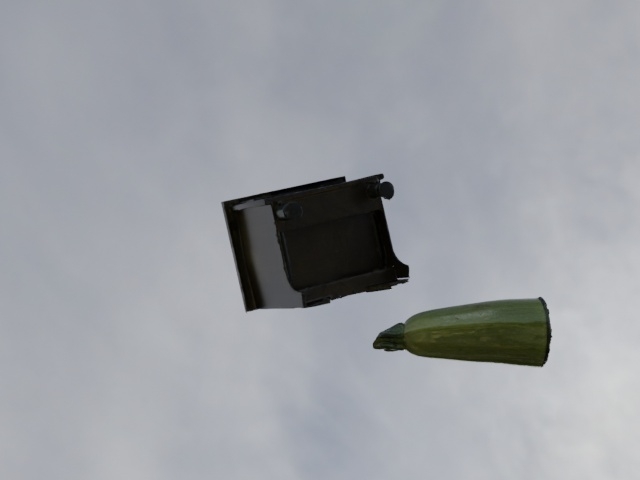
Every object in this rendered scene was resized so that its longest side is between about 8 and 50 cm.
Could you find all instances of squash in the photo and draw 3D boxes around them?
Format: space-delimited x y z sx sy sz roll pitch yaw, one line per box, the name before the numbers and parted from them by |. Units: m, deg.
squash | 0.179 0.124 1.627 0.224 0.094 0.094 -3 -48 -1

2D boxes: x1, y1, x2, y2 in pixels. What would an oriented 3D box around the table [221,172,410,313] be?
table | 0.000 0.000 0.745 0.082 0.083 0.070 -7 -85 67
